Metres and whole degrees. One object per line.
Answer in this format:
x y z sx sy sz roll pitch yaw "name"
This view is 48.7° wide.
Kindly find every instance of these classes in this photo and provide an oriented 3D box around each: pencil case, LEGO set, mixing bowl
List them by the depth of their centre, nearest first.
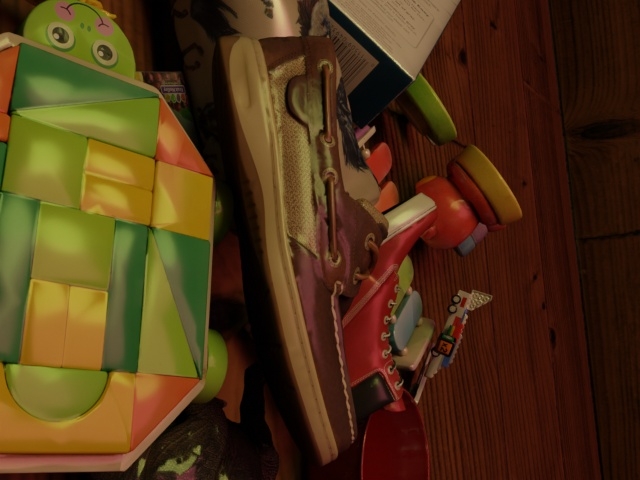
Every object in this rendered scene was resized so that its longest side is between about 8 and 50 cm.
-0.055 -0.209 0.689 0.183 0.160 0.410 -23 104 -60 "pencil case"
0.047 0.260 0.817 0.181 0.098 0.181 21 66 -58 "mixing bowl"
0.159 0.179 0.951 0.244 0.060 0.182 101 14 -44 "LEGO set"

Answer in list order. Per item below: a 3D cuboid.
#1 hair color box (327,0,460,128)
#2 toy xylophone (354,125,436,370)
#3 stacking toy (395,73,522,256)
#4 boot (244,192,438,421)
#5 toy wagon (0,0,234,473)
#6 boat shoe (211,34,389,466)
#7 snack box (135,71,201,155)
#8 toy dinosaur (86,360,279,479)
0.073 -0.310 0.927 0.174 0.105 0.347 41 43 -10 "hair color box"
0.071 -0.001 0.938 0.322 0.081 0.236 66 33 -27 "toy xylophone"
0.159 -0.099 1.065 0.279 0.130 0.309 56 5 11 "stacking toy"
0.066 0.078 0.753 0.244 0.088 0.176 -41 91 -13 "boot"
-0.175 -0.029 0.463 0.267 0.068 0.344 15 69 -41 "toy wagon"
0.000 0.000 0.564 0.123 0.123 0.341 147 -68 -74 "boat shoe"
-0.162 -0.090 0.599 0.141 0.037 0.100 -24 106 -59 "snack box"
-0.099 0.173 0.556 0.313 0.121 0.160 46 25 -49 "toy dinosaur"
